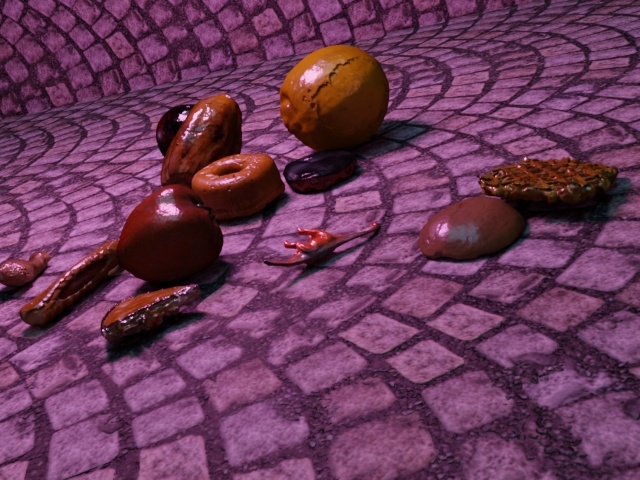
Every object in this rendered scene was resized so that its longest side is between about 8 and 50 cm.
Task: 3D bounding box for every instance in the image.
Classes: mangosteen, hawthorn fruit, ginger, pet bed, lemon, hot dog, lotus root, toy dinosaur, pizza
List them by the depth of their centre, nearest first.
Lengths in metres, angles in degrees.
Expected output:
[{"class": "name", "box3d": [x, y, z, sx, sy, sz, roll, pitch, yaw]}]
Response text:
[{"class": "pizza", "box3d": [-0.314, 0.130, 1.438, 0.195, 0.052, 0.185, -19, 17, 2]}, {"class": "toy dinosaur", "box3d": [0.001, 0.005, 1.527, 0.101, 0.055, 0.279, 22, 41, 40]}, {"class": "hawthorn fruit", "box3d": [-0.331, 0.002, 1.583, 0.251, 0.199, 0.199, -30, 26, -7]}, {"class": "hot dog", "box3d": [-0.518, 0.089, 1.636, 0.083, 0.068, 0.289, -26, 17, 41]}, {"class": "ginger", "box3d": [-0.703, 0.069, 1.793, 0.096, 0.067, 0.165, -10, 11, 11]}, {"class": "pet bed", "box3d": [-0.002, -0.181, 1.932, 0.201, 0.053, 0.201, -13, 25, 6]}, {"class": "lotus root", "box3d": [-0.297, -0.248, 2.021, 0.193, 0.193, 0.291, 7, 65, 40]}, {"class": "lemon", "box3d": [0.039, -0.380, 2.065, 0.297, 0.297, 0.297, -13, 24, 6]}, {"class": "mangosteen", "box3d": [-0.360, -0.278, 2.195, 0.216, 0.216, 0.216, -13, 24, 6]}]

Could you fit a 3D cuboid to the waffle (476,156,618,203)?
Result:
[{"class": "waffle", "box3d": [0.447, -0.121, 1.510, 0.254, 0.052, 0.245, 7, 22, 38]}]

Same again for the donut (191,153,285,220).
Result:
[{"class": "donut", "box3d": [-0.204, -0.132, 1.872, 0.227, 0.114, 0.226, -12, 26, 6]}]

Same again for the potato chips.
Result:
[{"class": "potato chips", "box3d": [0.277, -0.034, 1.435, 0.208, 0.062, 0.195, -15, 26, -7]}]
